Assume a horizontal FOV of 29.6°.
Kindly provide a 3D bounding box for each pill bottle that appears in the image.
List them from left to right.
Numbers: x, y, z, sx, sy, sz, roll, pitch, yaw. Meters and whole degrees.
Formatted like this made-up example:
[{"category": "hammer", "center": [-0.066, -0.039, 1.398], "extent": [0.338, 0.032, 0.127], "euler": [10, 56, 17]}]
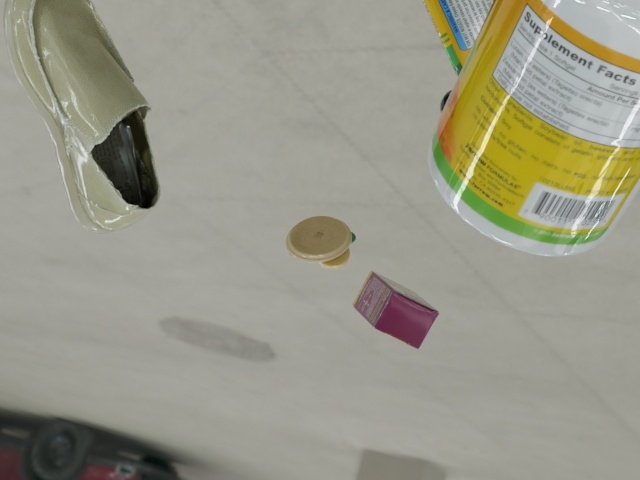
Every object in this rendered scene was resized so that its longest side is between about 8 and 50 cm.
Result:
[{"category": "pill bottle", "center": [0.168, -0.118, 0.732], "extent": [0.136, 0.136, 0.246], "euler": [17, 133, -6]}]

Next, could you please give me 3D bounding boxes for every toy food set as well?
[{"category": "toy food set", "center": [0.000, 0.000, 1.458], "extent": [0.083, 0.082, 0.020], "euler": [4, 134, 14]}]

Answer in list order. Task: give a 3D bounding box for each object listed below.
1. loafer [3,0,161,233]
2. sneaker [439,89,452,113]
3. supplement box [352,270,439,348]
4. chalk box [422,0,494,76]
[{"category": "loafer", "center": [-0.213, -0.134, 1.150], "extent": [0.092, 0.102, 0.268], "euler": [1, 119, 37]}, {"category": "sneaker", "center": [0.285, -0.108, 1.182], "extent": [0.330, 0.122, 0.146], "euler": [-13, 124, 0]}, {"category": "supplement box", "center": [0.073, 0.067, 1.185], "extent": [0.055, 0.043, 0.083], "euler": [27, -176, -16]}, {"category": "chalk box", "center": [0.138, -0.313, 1.021], "extent": [0.179, 0.289, 0.180], "euler": [-24, 133, 11]}]
